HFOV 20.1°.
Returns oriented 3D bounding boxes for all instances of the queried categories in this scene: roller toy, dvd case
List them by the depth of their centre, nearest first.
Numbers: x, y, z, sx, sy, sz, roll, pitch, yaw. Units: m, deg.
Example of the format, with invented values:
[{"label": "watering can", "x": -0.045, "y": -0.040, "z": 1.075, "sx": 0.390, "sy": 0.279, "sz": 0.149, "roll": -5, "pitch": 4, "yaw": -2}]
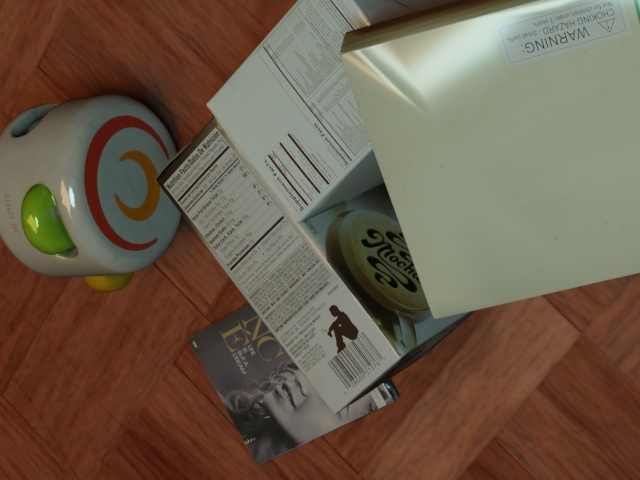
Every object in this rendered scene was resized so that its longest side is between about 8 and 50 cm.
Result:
[{"label": "roller toy", "x": -0.253, "y": -0.056, "z": 1.936, "sx": 0.146, "sy": 0.209, "sz": 0.191, "roll": -4, "pitch": 69, "yaw": 36}, {"label": "dvd case", "x": -0.034, "y": 0.138, "z": 1.961, "sx": 0.221, "sy": 0.018, "sz": 0.164, "roll": -30, "pitch": 89, "yaw": 39}]

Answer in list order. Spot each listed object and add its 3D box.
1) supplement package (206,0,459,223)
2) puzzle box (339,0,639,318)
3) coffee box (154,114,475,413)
[{"label": "supplement package", "x": 0.044, "y": -0.153, "z": 1.681, "sx": 0.149, "sy": 0.194, "sz": 0.203, "roll": 52, "pitch": 128, "yaw": 9}, {"label": "puzzle box", "x": 0.250, "y": -0.098, "z": 1.504, "sx": 0.409, "sy": 0.052, "sz": 0.272, "roll": -13, "pitch": 117, "yaw": 14}, {"label": "coffee box", "x": 0.000, "y": 0.000, "z": 1.789, "sx": 0.297, "sy": 0.168, "sz": 0.119, "roll": 52, "pitch": 128, "yaw": 9}]
